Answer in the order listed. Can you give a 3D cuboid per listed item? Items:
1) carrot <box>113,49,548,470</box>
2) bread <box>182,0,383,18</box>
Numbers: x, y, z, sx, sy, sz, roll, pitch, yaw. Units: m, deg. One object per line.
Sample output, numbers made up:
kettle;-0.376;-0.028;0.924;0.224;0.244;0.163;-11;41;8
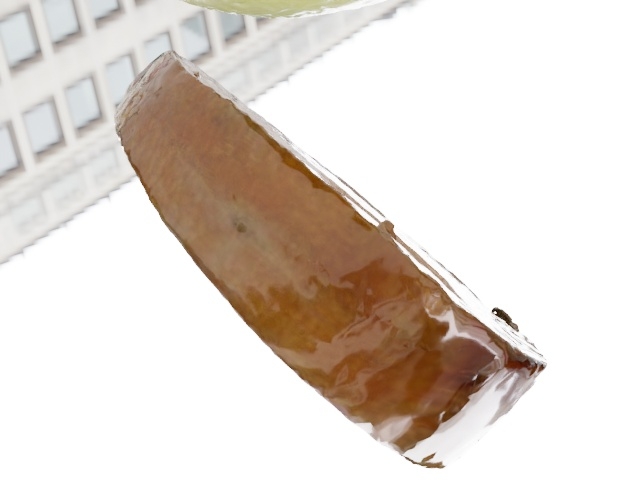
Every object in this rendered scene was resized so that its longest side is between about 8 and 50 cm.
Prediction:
carrot;0.000;0.000;0.898;0.100;0.307;0.258;-44;172;6
bread;-0.016;-0.264;0.678;0.320;0.320;0.237;3;178;19
